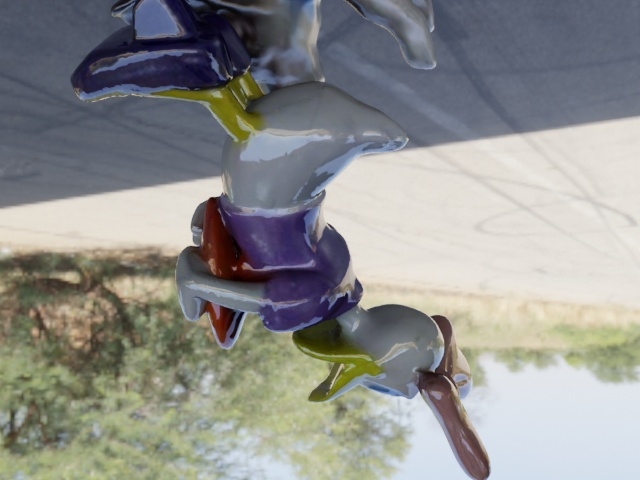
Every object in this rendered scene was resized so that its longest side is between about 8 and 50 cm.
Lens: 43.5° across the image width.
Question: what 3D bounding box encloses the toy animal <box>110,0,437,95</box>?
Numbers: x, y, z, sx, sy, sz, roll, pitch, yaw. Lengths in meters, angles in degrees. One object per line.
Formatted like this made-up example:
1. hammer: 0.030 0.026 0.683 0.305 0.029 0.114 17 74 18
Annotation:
1. toy animal: -0.083 -0.262 0.656 0.302 0.344 0.194 -11 -157 16

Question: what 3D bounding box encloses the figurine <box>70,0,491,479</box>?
1. figurine: -0.006 -0.002 0.605 0.193 0.421 0.154 -22 -160 13
